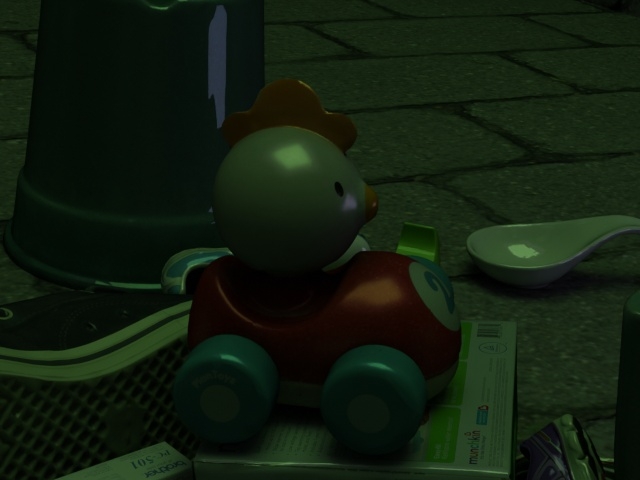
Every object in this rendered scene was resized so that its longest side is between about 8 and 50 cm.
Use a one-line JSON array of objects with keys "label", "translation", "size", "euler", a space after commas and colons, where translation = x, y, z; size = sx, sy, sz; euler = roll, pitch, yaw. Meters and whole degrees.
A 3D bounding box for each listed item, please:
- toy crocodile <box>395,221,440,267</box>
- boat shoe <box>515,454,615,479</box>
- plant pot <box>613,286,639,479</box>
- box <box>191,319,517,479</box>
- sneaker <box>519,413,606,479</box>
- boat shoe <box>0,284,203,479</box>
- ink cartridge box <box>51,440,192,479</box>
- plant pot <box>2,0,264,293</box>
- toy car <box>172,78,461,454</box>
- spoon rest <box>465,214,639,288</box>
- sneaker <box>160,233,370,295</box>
[{"label": "toy crocodile", "translation": [0.048, 0.075, 1.286], "size": [0.115, 0.105, 0.340], "euler": [16, 24, 25]}, {"label": "boat shoe", "translation": [0.230, 0.211, 1.075], "size": [0.137, 0.049, 0.043], "euler": [3, 59, 16]}, {"label": "plant pot", "translation": [0.363, 0.159, 0.954], "size": [0.247, 0.252, 0.247], "euler": [16, 23, 26]}, {"label": "box", "translation": [0.041, 0.164, 0.996], "size": [0.231, 0.127, 0.262], "euler": [0, 21, 9]}, {"label": "sneaker", "translation": [0.203, 0.223, 1.010], "size": [0.071, 0.068, 0.170], "euler": [-30, 36, 18]}, {"label": "boat shoe", "translation": [-0.252, 0.139, 0.966], "size": [0.156, 0.187, 0.500], "euler": [14, 17, 33]}, {"label": "ink cartridge box", "translation": [-0.184, 0.221, 0.874], "size": [0.207, 0.097, 0.046], "euler": [-14, 28, -39]}, {"label": "plant pot", "translation": [-0.203, -0.152, 1.488], "size": [0.341, 0.334, 0.341], "euler": [6, 22, -2]}, {"label": "toy car", "translation": [0.000, 0.000, 0.922], "size": [0.210, 0.238, 0.219], "euler": [3, 21, 12]}, {"label": "spoon rest", "translation": [0.316, 0.011, 1.546], "size": [0.276, 0.084, 0.137], "euler": [2, 22, -11]}, {"label": "sneaker", "translation": [-0.056, 0.041, 1.367], "size": [0.237, 0.085, 0.086], "euler": [-10, 32, -10]}]
